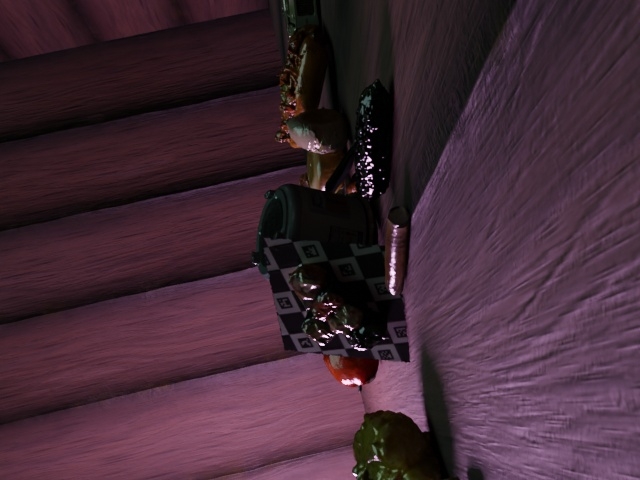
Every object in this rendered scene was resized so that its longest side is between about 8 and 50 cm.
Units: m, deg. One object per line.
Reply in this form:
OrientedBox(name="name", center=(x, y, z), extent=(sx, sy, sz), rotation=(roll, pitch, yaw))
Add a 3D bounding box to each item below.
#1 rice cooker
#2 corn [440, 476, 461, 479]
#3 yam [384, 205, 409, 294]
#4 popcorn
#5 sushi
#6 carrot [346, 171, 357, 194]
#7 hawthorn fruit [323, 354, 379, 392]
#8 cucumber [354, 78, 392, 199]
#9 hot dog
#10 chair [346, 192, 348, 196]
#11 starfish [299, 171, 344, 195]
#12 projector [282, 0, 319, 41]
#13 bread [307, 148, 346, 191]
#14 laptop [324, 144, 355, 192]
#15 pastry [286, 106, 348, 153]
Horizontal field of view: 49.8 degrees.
OrientedBox(name="rice cooker", center=(0.000, 0.000, 1.677), extent=(0.317, 0.316, 0.264), rotation=(-106, 34, -48))
OrientedBox(name="corn", center=(0.247, 0.571, 1.268), extent=(0.098, 0.098, 0.290), rotation=(-120, 19, -79))
OrientedBox(name="yam", center=(0.147, 0.028, 1.337), extent=(0.264, 0.046, 0.046), rotation=(85, 172, -56))
OrientedBox(name="popcorn", center=(0.184, 0.503, 1.554), extent=(0.266, 0.192, 0.233), rotation=(24, 114, 56))
OrientedBox(name="sushi", center=(0.029, 0.160, 1.532), extent=(0.069, 0.319, 0.340), rotation=(-62, -30, -51))
OrientedBox(name="carrot", center=(0.088, -0.146, 1.768), extent=(0.165, 0.035, 0.036), rotation=(108, 149, -79))
OrientedBox(name="hawthorn fruit", center=(0.108, 0.398, 2.261), extent=(0.185, 0.185, 0.202), rotation=(85, 168, -67))
OrientedBox(name="cucumber", center=(0.093, -0.177, 1.245), extent=(0.300, 0.072, 0.072), rotation=(83, 174, -60))
OrientedBox(name="hot dog", center=(-0.060, -0.413, 1.875), extent=(0.158, 0.117, 0.349), rotation=(-96, 15, -44))
OrientedBox(name="chair", center=(0.029, 0.009, 2.066), extent=(0.191, 0.274, 0.203), rotation=(51, 167, 17))
OrientedBox(name="starfish", center=(-0.015, -0.143, 2.104), extent=(0.053, 0.209, 0.150), rotation=(-3, 111, 51))
OrientedBox(name="projector", center=(-0.058, -0.640, 1.896), extent=(0.269, 0.088, 0.194), rotation=(91, 169, -76))
OrientedBox(name="bread", center=(0.019, -0.226, 1.972), extent=(0.213, 0.104, 0.214), rotation=(178, 90, -84))
OrientedBox(name="laptop", center=(0.048, -0.169, 1.773), extent=(0.016, 0.129, 0.180), rotation=(34, 170, 4))
OrientedBox(name="pastry", center=(-0.003, -0.285, 1.788), extent=(0.166, 0.165, 0.088), rotation=(-108, 14, -59))
